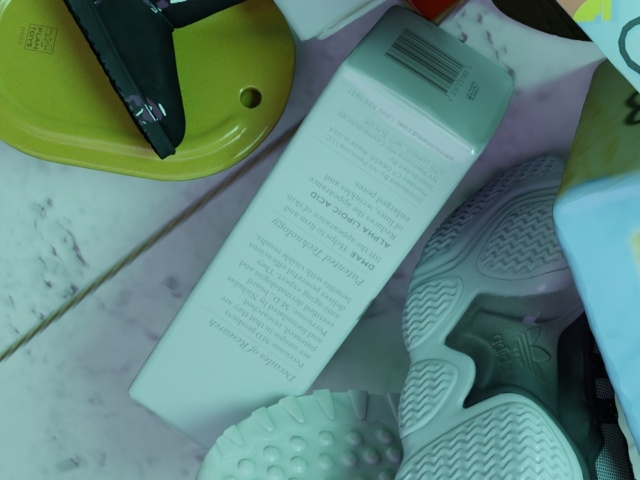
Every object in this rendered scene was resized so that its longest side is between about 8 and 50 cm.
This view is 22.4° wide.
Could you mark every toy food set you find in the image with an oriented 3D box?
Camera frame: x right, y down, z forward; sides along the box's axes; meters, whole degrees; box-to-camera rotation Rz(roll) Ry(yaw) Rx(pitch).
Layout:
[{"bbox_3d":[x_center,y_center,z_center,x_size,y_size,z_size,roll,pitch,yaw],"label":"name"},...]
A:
[{"bbox_3d":[-0.121,-0.097,0.871,0.218,0.071,0.128,12,82,3],"label":"toy food set"}]

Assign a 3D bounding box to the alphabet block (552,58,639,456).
[{"bbox_3d":[0.232,0.005,0.744,0.192,0.197,0.193,-15,109,20],"label":"alphabet block"}]

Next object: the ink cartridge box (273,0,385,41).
[{"bbox_3d":[0.003,-0.225,0.764,0.154,0.093,0.212,-30,101,25],"label":"ink cartridge box"}]

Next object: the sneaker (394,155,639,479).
[{"bbox_3d":[0.116,0.090,0.800,0.101,0.268,0.153,-22,127,32],"label":"sneaker"}]

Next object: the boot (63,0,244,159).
[{"bbox_3d":[-0.069,-0.114,0.815,0.099,0.045,0.121,-28,82,-7],"label":"boot"}]

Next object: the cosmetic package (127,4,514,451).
[{"bbox_3d":[0.000,0.000,0.850,0.085,0.117,0.231,34,118,1],"label":"cosmetic package"}]

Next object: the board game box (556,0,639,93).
[{"bbox_3d":[0.162,-0.169,0.627,0.144,0.275,0.142,-34,118,26],"label":"board game box"}]

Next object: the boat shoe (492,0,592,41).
[{"bbox_3d":[0.149,-0.126,0.792,0.135,0.050,0.045,8,72,30],"label":"boat shoe"}]

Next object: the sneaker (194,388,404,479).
[{"bbox_3d":[0.033,0.132,0.852,0.095,0.235,0.090,-55,49,42],"label":"sneaker"}]
